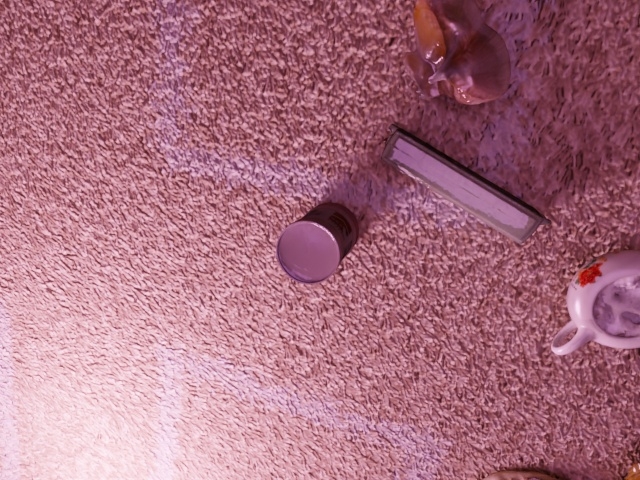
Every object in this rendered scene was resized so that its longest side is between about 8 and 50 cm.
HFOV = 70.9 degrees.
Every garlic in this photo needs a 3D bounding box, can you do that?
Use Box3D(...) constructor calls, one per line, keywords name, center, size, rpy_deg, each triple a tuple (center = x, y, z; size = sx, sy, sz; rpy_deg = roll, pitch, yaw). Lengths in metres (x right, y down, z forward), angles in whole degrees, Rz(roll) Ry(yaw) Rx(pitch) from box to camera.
Box3D(name="garlic", center=(0.184, -0.264, 0.617), size=(0.124, 0.099, 0.174), rpy_deg=(-26, 97, 6))

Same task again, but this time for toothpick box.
Box3D(name="toothpick box", center=(0.000, 0.000, 0.709), size=(0.099, 0.149, 0.098), rpy_deg=(4, 106, 15))

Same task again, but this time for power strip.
Box3D(name="power strip", center=(0.208, -0.083, 0.667), size=(0.272, 0.078, 0.052), rpy_deg=(33, 113, 4))

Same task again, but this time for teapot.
Box3D(name="teapot", center=(0.428, 0.090, 0.647), size=(0.145, 0.092, 0.226), rpy_deg=(43, 113, 4))

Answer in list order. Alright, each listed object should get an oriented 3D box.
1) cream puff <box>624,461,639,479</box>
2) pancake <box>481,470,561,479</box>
Box3D(name="cream puff", center=(0.540, 0.406, 0.699), size=(0.127, 0.103, 0.143), rpy_deg=(9, 107, 27))
Box3D(name="pancake", center=(0.383, 0.538, 0.808), size=(0.283, 0.049, 0.282), rpy_deg=(4, 105, 15))
